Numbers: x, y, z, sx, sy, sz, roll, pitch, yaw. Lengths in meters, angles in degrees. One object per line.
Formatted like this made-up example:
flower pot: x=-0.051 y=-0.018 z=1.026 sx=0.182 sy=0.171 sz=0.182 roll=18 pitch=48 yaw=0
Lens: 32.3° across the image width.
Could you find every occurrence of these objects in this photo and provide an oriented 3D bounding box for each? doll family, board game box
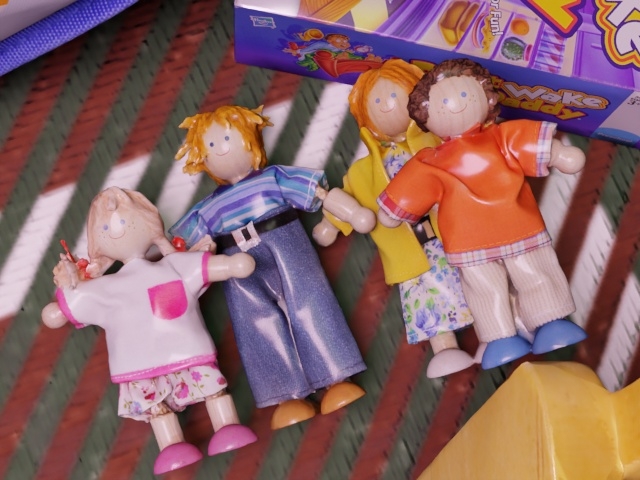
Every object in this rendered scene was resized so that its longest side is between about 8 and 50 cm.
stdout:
doll family: x=0.000 y=0.000 z=0.548 sx=0.263 sy=0.118 sz=0.163 roll=-19 pitch=86 yaw=10
board game box: x=0.102 y=-0.246 z=0.612 sx=0.233 sy=0.078 sz=0.347 roll=12 pitch=77 yaw=-2

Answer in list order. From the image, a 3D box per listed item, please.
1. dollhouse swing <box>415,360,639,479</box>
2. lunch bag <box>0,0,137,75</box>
dollhouse swing: x=0.255 y=0.152 z=0.375 sx=0.346 sy=0.305 sz=0.315 roll=3 pitch=74 yaw=-22
lunch bag: x=-0.189 y=-0.242 z=0.459 sx=0.385 sy=0.239 sz=0.328 roll=-23 pitch=79 yaw=24
